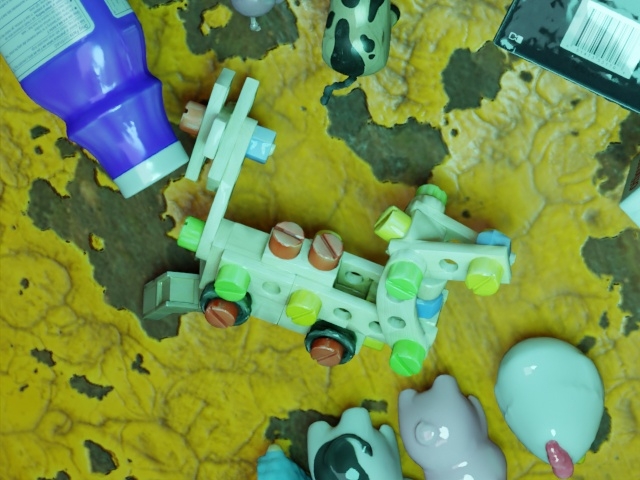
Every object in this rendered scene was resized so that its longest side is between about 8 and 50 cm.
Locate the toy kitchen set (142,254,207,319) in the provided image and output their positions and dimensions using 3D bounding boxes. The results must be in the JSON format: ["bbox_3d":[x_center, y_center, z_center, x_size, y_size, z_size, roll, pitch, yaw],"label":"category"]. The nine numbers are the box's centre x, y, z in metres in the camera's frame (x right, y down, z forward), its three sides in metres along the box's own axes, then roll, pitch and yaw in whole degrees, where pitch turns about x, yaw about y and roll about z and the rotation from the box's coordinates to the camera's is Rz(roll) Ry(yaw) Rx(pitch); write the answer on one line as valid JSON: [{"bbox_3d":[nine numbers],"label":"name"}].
[{"bbox_3d":[-0.117,0.039,1.660,0.083,0.075,0.068,7,75,-23],"label":"toy kitchen set"}]

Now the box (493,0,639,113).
[{"bbox_3d":[0.236,-0.183,1.400,0.156,0.158,0.093,26,116,3],"label":"box"}]

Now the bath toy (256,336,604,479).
[{"bbox_3d":[0.109,0.212,1.615,0.348,0.129,0.151,-27,137,24],"label":"bath toy"}]

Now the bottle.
[{"bbox_3d":[-0.213,-0.172,1.500,0.118,0.092,0.283,-29,96,32],"label":"bottle"}]

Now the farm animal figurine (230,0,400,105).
[{"bbox_3d":[-0.014,-0.312,1.401,0.330,0.172,0.327,41,114,-6],"label":"farm animal figurine"}]

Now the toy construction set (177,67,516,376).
[{"bbox_3d":[0.000,0.000,1.542,0.328,0.151,0.215,32,141,9],"label":"toy construction set"}]

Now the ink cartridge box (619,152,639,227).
[{"bbox_3d":[0.335,-0.076,1.436,0.072,0.127,0.175,45,115,-5],"label":"ink cartridge box"}]
